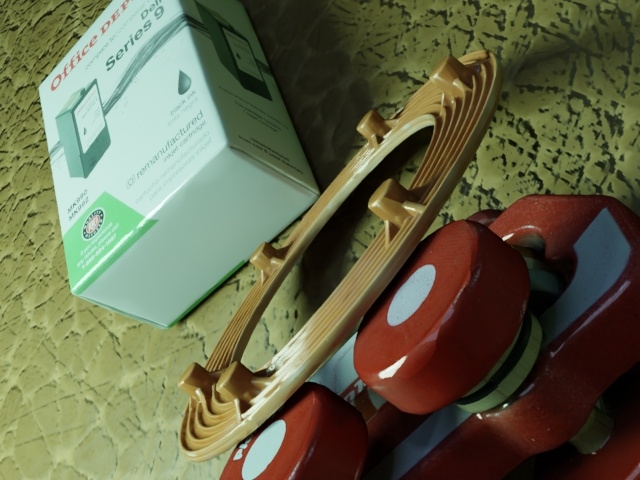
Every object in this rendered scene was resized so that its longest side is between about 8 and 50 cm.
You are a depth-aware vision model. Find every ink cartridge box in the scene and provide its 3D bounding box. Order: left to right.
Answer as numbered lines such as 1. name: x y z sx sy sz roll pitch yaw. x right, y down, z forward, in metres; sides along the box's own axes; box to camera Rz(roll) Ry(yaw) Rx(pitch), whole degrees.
1. ink cartridge box: -0.147 -0.099 0.914 0.211 0.121 0.289 -41 47 22

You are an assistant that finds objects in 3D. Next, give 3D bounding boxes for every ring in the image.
1. ring: 0.000 0.000 0.659 0.336 0.032 0.336 -50 10 12

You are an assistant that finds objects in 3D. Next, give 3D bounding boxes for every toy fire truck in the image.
1. toy fire truck: 0.073 0.083 0.589 0.302 0.169 0.254 -49 17 19
